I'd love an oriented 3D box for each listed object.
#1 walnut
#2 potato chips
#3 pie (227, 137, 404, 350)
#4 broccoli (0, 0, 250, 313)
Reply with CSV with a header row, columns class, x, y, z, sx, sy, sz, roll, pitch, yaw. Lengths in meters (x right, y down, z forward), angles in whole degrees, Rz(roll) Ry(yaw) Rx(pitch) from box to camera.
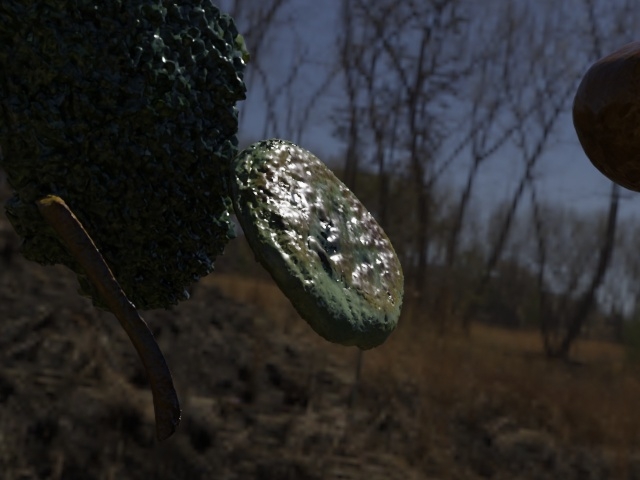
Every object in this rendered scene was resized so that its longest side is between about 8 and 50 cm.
class,x,y,z,sx,sy,sz,roll,pitch,yaw
walnut,0.427,-0.142,1.578,0.297,0.203,0.203,-5,1,-21
potato chips,-0.154,0.054,1.051,0.037,0.204,0.026,-28,3,-17
pie,0.000,0.000,1.070,0.041,0.187,0.187,-34,-25,25
broccoli,-0.178,-0.119,1.251,0.249,0.375,0.302,-24,23,-1
